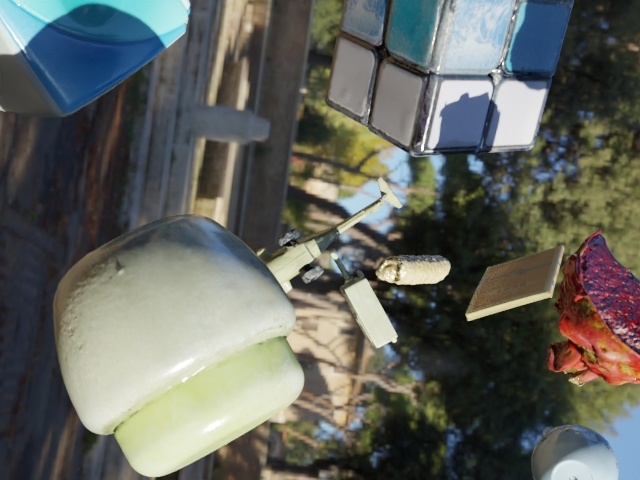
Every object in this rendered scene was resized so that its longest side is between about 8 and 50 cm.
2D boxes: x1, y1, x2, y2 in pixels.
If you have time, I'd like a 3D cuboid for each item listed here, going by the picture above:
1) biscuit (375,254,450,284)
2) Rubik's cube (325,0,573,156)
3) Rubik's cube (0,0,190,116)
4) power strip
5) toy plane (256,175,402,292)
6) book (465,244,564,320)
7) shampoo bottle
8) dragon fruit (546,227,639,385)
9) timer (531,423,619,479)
[{"bbox_3d":[0.177,0.055,1.696,0.219,0.061,0.055,5,63,-59],"label":"biscuit"},{"bbox_3d":[0.234,-0.356,1.733,0.313,0.316,0.318,38,-56,47],"label":"Rubik's cube"},{"bbox_3d":[-0.491,-0.448,1.616,0.347,0.352,0.351,-44,130,-25],"label":"Rubik's cube"},{"bbox_3d":[0.063,0.093,1.436,0.175,0.042,0.075,61,-5,0],"label":"power strip"},{"bbox_3d":[0.000,0.000,1.523,0.092,0.286,0.108,55,16,-4],"label":"toy plane"},{"bbox_3d":[0.386,0.079,1.794,0.018,0.170,0.241,65,26,-11],"label":"book"},{"bbox_3d":[-0.196,0.134,1.254,0.317,0.323,0.322,62,-13,10],"label":"shampoo bottle"},{"bbox_3d":[0.423,0.150,1.394,0.262,0.134,0.211,56,-31,27],"label":"dragon fruit"},{"bbox_3d":[0.483,0.436,1.752,0.255,0.176,0.175,57,37,-72],"label":"timer"}]
